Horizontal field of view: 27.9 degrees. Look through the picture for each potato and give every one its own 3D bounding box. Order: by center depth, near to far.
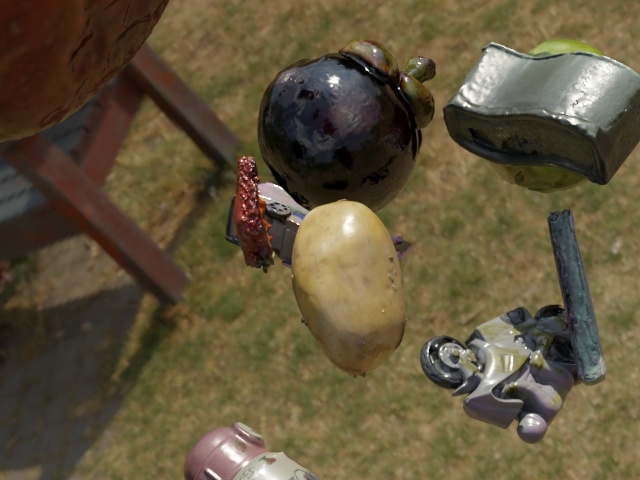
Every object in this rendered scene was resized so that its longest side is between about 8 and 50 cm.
[{"bbox_3d":[0.027,0.046,1.259,0.118,0.109,0.178,-43,55,55],"label":"potato"}]

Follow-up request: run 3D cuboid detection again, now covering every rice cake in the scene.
[{"bbox_3d":[0.287,0.061,1.450,0.033,0.033,0.207,-11,72,9],"label":"rice cake"}]

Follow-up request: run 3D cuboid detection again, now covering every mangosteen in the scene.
[{"bbox_3d":[0.046,-0.146,1.560,0.250,0.211,0.211,-38,33,-13],"label":"mangosteen"}]

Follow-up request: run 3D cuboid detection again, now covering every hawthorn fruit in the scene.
[{"bbox_3d":[-0.214,-0.196,0.856,0.262,0.258,0.258,-19,37,4],"label":"hawthorn fruit"}]

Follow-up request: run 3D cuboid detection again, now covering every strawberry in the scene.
[{"bbox_3d":[-0.090,-0.031,1.651,0.048,0.152,0.104,-13,-1,-1],"label":"strawberry"}]

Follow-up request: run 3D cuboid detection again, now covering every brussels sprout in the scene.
[{"bbox_3d":[0.322,-0.169,1.763,0.223,0.223,0.161,-47,50,-10],"label":"brussels sprout"}]

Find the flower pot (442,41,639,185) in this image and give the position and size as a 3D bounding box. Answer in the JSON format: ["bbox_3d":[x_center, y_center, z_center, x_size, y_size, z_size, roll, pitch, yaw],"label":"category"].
[{"bbox_3d":[0.252,-0.148,1.464,0.229,0.103,0.108,15,58,43],"label":"flower pot"}]

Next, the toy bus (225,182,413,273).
[{"bbox_3d":[0.000,0.001,1.890,0.274,0.090,0.112,25,30,20],"label":"toy bus"}]

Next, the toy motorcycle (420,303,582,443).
[{"bbox_3d":[0.227,0.154,1.451,0.225,0.073,0.152,-12,62,-29],"label":"toy motorcycle"}]

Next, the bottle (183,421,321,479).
[{"bbox_3d":[-0.043,0.301,1.412,0.253,0.120,0.120,36,77,24],"label":"bottle"}]
